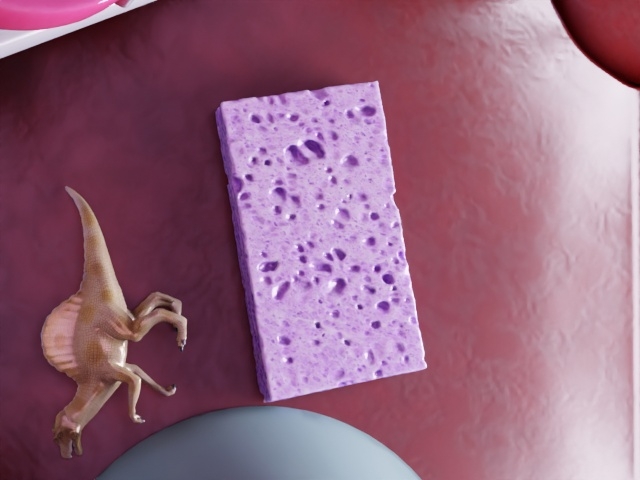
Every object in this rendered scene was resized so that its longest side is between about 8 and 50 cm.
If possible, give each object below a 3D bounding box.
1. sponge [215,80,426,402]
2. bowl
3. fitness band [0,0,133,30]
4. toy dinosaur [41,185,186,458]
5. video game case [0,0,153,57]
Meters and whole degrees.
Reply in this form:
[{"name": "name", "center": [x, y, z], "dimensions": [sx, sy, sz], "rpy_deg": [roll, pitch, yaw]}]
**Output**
[{"name": "sponge", "center": [0.000, 0.000, 0.976], "dimensions": [0.117, 0.031, 0.210], "rpy_deg": [-9, 86, -16]}, {"name": "bowl", "center": [-0.020, 0.260, 0.876], "dimensions": [0.312, 0.163, 0.311], "rpy_deg": [2, 83, -16]}, {"name": "fitness band", "center": [-0.174, -0.257, 0.844], "dimensions": [0.209, 0.054, 0.290], "rpy_deg": [26, 63, -23]}, {"name": "toy dinosaur", "center": [-0.137, 0.054, 0.923], "dimensions": [0.093, 0.053, 0.183], "rpy_deg": [5, 83, -13]}, {"name": "video game case", "center": [-0.168, -0.295, 0.912], "dimensions": [0.329, 0.036, 0.300], "rpy_deg": [-28, 92, -33]}]
